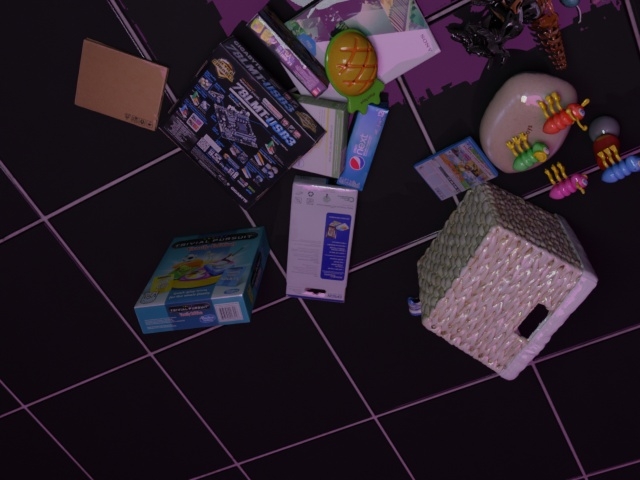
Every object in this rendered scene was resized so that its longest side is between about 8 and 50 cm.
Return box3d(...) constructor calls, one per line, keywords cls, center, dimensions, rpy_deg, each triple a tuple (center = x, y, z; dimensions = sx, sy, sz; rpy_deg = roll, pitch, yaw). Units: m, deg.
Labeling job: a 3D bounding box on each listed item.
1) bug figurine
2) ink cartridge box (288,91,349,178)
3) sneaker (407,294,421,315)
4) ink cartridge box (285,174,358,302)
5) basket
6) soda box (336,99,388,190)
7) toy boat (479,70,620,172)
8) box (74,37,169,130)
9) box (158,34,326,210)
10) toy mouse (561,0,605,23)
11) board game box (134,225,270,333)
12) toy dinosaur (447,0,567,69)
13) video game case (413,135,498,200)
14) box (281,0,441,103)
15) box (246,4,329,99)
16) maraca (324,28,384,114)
box3d(cls="bug figurine", center=(0.534, -0.177, 1.349), dimensions=(0.279, 0.072, 0.216), rpy_deg=(31, 139, -20))
box3d(cls="ink cartridge box", center=(-0.053, -0.252, 1.478), dimensions=(0.234, 0.056, 0.171), rpy_deg=(14, 126, 15))
box3d(cls="sneaker", center=(0.297, 0.158, 1.723), dimensions=(0.135, 0.052, 0.058), rpy_deg=(-21, 110, 14))
box3d(cls="ink cartridge box", center=(0.000, 0.000, 1.653), dimensions=(0.165, 0.065, 0.333), rpy_deg=(7, 117, 0))
box3d(cls="basket", center=(0.417, 0.080, 1.516), dimensions=(0.266, 0.331, 0.328), rpy_deg=(27, 116, -8))
box3d(cls="soda box", center=(0.099, -0.229, 1.517), dimensions=(0.067, 0.071, 0.210), rpy_deg=(17, 118, -2))
box3d(cls="toy boat", center=(0.521, -0.253, 1.438), dimensions=(0.317, 0.148, 0.268), rpy_deg=(15, 141, -2))
box3d(cls="box", center=(-0.471, -0.366, 1.515), dimensions=(0.201, 0.021, 0.165), rpy_deg=(18, 118, -5))
box3d(cls="box", center=(-0.184, -0.256, 1.460), dimensions=(0.295, 0.073, 0.293), rpy_deg=(44, 128, -8))
box3d(cls="toy mouse", center=(0.561, -0.528, 1.345), dimensions=(0.160, 0.031, 0.143), rpy_deg=(4, 118, 2))
box3d(cls="board game box", center=(-0.275, 0.086, 1.564), dimensions=(0.253, 0.336, 0.079), rpy_deg=(-7, 118, 8))
box3d(cls="toy dinosaur", center=(0.398, -0.480, 1.322), dimensions=(0.218, 0.164, 0.322), rpy_deg=(-46, 82, 5))
box3d(cls="video game case", center=(0.321, -0.169, 1.528), dimensions=(0.166, 0.015, 0.119), rpy_deg=(-24, 116, 43))
box3d(cls="box", center=(0.072, -0.439, 1.414), dimensions=(0.321, 0.058, 0.232), rpy_deg=(-28, 113, 17))
box3d(cls="box", center=(-0.062, -0.399, 1.353), dimensions=(0.036, 0.114, 0.207), rpy_deg=(-39, 109, 22))
box3d(cls="maraca", center=(0.075, -0.359, 1.369), dimensions=(0.127, 0.099, 0.186), rpy_deg=(-38, 123, -12))
